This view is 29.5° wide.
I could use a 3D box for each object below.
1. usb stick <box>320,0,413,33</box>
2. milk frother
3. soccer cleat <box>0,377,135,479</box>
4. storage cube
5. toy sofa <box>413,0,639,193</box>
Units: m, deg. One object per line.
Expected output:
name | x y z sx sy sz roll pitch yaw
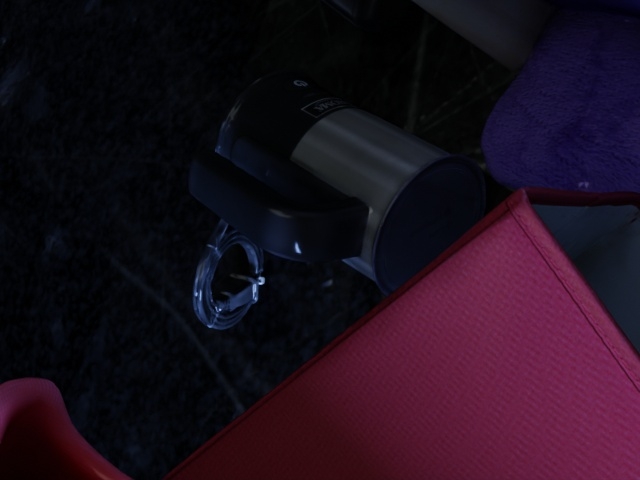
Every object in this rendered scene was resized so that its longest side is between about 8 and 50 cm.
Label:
usb stick | -0.027 -0.223 0.781 0.278 0.045 0.077 44 109 37
milk frother | 0.000 0.000 0.679 0.134 0.129 0.143 33 142 39
soccer cleat | -0.019 0.160 0.380 0.318 0.108 0.116 27 108 29
storage cube | 0.088 0.110 0.486 0.193 0.183 0.215 -41 73 23
toy sofa | 0.201 -0.077 0.495 0.362 0.150 0.177 24 91 39
